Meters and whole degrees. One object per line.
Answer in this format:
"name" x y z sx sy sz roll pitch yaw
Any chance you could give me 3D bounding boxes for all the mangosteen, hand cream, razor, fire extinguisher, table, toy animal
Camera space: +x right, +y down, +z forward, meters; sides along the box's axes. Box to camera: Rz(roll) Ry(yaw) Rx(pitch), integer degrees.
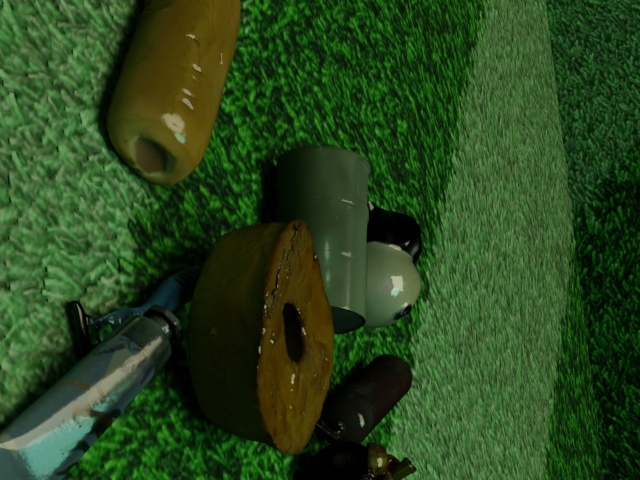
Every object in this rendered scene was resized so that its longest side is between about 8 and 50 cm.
"mangosteen" 0.054 0.320 1.840 0.137 0.151 0.137 61 14 -26
"hand cream" -0.223 0.156 1.346 0.271 0.058 0.091 -47 129 -44
"razor" -0.182 0.072 1.512 0.253 0.042 0.082 -31 111 -66
"fire extinguisher" 0.047 0.224 1.966 0.089 0.072 0.268 46 25 5
"table" 0.000 0.000 1.847 0.126 0.126 0.220 41 47 -57
"toy animal" 0.061 0.034 1.976 0.138 0.166 0.179 111 -16 -62

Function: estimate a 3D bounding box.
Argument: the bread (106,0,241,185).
"bread" -0.155 -0.202 1.606 0.142 0.091 0.305 52 37 -41

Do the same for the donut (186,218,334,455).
"donut" -0.068 0.104 1.632 0.277 0.108 0.277 4 90 -73
